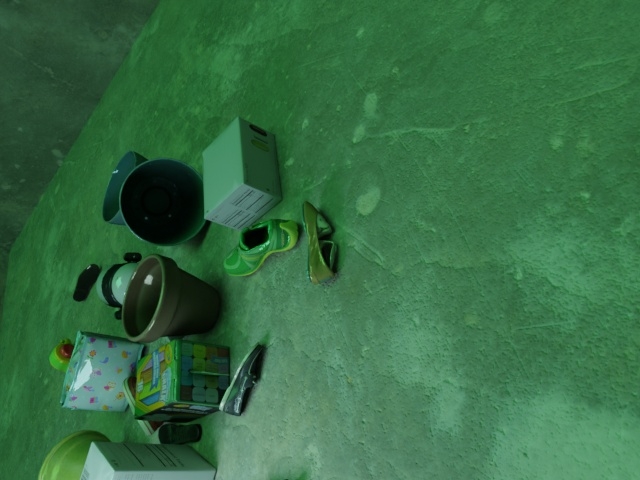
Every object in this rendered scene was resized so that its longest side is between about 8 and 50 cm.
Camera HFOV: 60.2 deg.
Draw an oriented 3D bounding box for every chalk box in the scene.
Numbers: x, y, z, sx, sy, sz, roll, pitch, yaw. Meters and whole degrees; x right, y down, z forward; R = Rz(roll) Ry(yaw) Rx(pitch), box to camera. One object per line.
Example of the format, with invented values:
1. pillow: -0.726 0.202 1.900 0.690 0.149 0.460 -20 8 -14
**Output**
1. chalk box: -0.372 0.391 1.556 0.289 0.180 0.179 -31 53 36

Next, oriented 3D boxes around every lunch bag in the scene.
1. lunch bag: -0.770 0.469 1.947 0.160 0.223 0.262 2 78 55

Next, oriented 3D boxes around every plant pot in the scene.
1. plant pot: -0.688 0.752 1.732 0.253 0.276 0.276 -6 69 35
2. plant pot: -0.554 -0.134 1.924 0.235 0.293 0.293 10 82 66
3. plant pot: -0.440 0.194 1.677 0.263 0.229 0.263 -23 57 41
4. plant pot: -0.696 -0.180 2.156 0.290 0.195 0.290 -27 54 43

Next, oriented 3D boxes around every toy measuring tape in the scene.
1. toy measuring tape: -1.107 0.553 2.389 0.121 0.121 0.330 -50 43 22

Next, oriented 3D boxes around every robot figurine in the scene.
1. robot figurine: -0.726 0.170 2.071 0.278 0.173 0.209 -7 112 48

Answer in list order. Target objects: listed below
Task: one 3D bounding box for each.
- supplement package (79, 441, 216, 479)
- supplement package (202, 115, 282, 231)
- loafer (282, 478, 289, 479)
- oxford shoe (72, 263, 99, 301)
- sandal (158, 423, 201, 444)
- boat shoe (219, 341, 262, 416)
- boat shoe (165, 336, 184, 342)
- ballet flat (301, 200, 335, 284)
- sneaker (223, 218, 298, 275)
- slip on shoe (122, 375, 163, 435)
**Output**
1. supplement package: -0.459 0.650 1.452 0.175 0.293 0.178 11 82 50
2. supplement package: -0.245 -0.200 1.688 0.204 0.145 0.262 -35 51 35
3. loafer: -0.142 0.604 1.276 0.223 0.076 0.078 -49 51 29
4. oxford shoe: -1.091 0.181 2.566 0.212 0.076 0.076 -53 31 19
5. sandal: -0.412 0.577 1.639 0.179 0.040 0.067 -14 69 30
6. boat shoe: -0.195 0.371 1.470 0.065 0.075 0.206 28 91 8
7. boat shoe: -0.485 0.248 1.833 0.070 0.077 0.219 -34 43 35
8. ballet flat: 0.000 0.000 1.391 0.073 0.080 0.232 -13 64 15
9. sneaker: -0.190 0.007 1.550 0.295 0.123 0.110 -32 52 38
10. slip on shoe: -0.566 0.520 1.796 0.101 0.123 0.331 -31 21 -22
